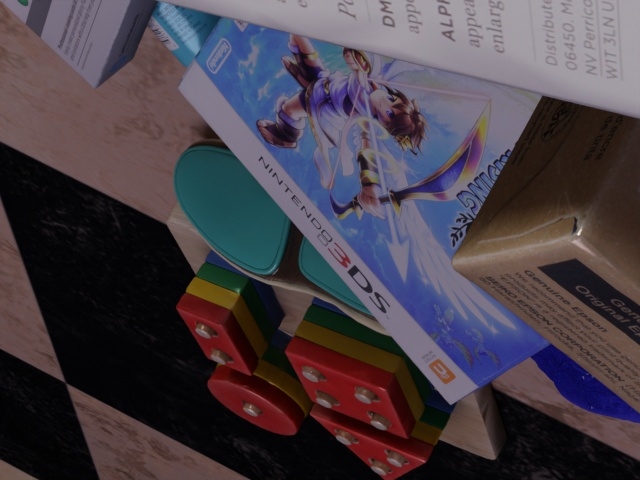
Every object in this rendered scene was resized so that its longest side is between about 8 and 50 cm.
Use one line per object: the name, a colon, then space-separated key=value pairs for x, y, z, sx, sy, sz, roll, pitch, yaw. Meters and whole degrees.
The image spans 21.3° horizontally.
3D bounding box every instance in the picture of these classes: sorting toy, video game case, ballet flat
sorting toy: x=0.004 y=0.103 z=1.386 sx=0.257 sy=0.089 sz=0.255 roll=20 pitch=156 yaw=24
video game case: x=0.059 y=-0.057 z=0.864 sx=0.244 sy=0.061 sz=0.269 roll=48 pitch=151 yaw=2
ballet flat: x=0.000 y=0.000 z=1.165 sx=0.248 sy=0.086 sz=0.086 roll=33 pitch=164 yaw=38

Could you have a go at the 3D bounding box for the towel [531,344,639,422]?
towel: x=0.156 y=0.018 z=1.024 sx=0.227 sy=0.076 sz=0.308 roll=4 pitch=147 yaw=47

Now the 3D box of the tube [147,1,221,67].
tube: x=-0.129 y=-0.189 z=0.975 sx=0.207 sy=0.052 sz=0.080 roll=46 pitch=146 yaw=-19

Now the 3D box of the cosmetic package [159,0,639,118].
cosmetic package: x=-0.010 y=-0.192 z=0.550 sx=0.385 sy=0.217 sz=0.156 roll=18 pitch=139 yaw=31

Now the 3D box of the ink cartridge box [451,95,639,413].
ink cartridge box: x=0.188 y=-0.034 z=0.649 sx=0.193 sy=0.235 sz=0.088 roll=36 pitch=159 yaw=-17

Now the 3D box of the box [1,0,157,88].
box: x=-0.166 y=-0.189 z=0.941 sx=0.186 sy=0.038 sz=0.145 roll=44 pitch=150 yaw=3
